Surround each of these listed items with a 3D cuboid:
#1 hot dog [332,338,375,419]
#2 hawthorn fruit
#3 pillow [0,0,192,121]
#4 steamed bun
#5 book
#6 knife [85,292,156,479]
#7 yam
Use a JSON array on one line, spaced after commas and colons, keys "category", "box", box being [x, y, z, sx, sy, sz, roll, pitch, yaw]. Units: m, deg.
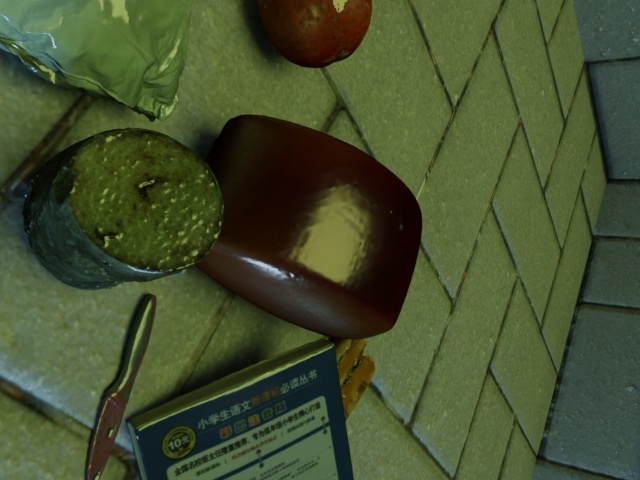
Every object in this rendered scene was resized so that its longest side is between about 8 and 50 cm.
[{"category": "hot dog", "box": [0.019, 0.247, 1.017, 0.269, 0.072, 0.109, -41, 116, -53]}, {"category": "hawthorn fruit", "box": [-0.005, -0.336, 0.869, 0.173, 0.173, 0.172, -8, 100, -53]}, {"category": "pillow", "box": [-0.237, -0.301, 0.582, 0.283, 0.138, 0.309, 11, 88, -53]}, {"category": "steamed bun", "box": [0.000, 0.000, 0.840, 0.379, 0.248, 0.234, 40, 63, -49]}, {"category": "book", "box": [-0.080, 0.381, 0.863, 0.300, 0.039, 0.427, -17, 109, -28]}, {"category": "knife", "box": [-0.241, 0.183, 0.727, 0.035, 0.018, 0.247, 31, 70, -53]}, {"category": "yam", "box": [-0.207, -0.027, 0.597, 0.154, 0.254, 0.153, 3, 84, -32]}]
